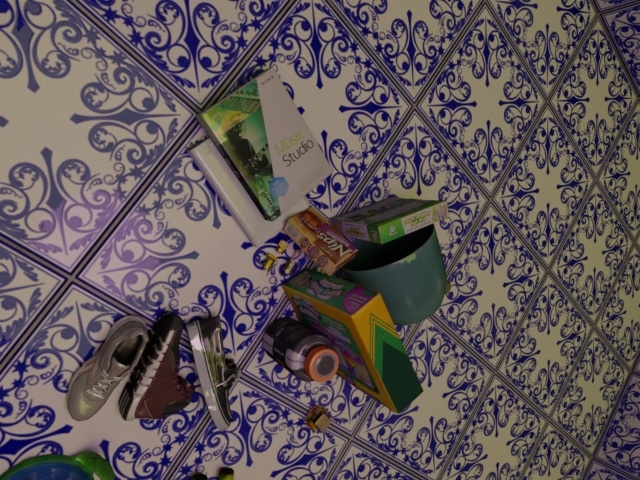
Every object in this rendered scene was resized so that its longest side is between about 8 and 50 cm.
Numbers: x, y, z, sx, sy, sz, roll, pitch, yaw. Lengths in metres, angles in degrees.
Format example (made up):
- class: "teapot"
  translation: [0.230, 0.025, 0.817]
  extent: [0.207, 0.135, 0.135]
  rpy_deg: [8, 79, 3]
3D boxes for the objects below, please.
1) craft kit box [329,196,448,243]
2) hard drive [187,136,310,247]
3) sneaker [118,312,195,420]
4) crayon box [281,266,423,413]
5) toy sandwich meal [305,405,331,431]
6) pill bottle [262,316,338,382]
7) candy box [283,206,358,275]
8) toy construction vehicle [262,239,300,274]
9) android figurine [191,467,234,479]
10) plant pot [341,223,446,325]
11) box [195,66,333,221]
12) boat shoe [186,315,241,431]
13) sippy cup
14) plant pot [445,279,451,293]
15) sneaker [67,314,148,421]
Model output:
- class: "craft kit box"
  translation: [0.195, -0.067, 1.344]
  extent: [0.250, 0.247, 0.060]
  rpy_deg: [-20, 105, -26]
- class: "hard drive"
  translation: [-0.180, -0.162, 1.229]
  extent: [0.203, 0.040, 0.307]
  rpy_deg: [-41, 115, -20]
- class: "sneaker"
  translation: [-0.372, 0.322, 1.152]
  extent: [0.163, 0.106, 0.281]
  rpy_deg: [26, 93, -36]
- class: "crayon box"
  translation: [0.074, 0.253, 1.244]
  extent: [0.106, 0.363, 0.312]
  rpy_deg: [-33, 112, -23]
- class: "toy sandwich meal"
  translation: [-0.007, 0.555, 1.429]
  extent: [0.086, 0.029, 0.085]
  rpy_deg: [-4, 98, -30]
- class: "pill bottle"
  translation: [-0.051, 0.298, 1.244]
  extent: [0.131, 0.246, 0.130]
  rpy_deg: [-4, 98, -30]
- class: "candy box"
  translation: [0.000, 0.000, 1.273]
  extent: [0.187, 0.053, 0.109]
  rpy_deg: [44, 42, 14]
- class: "toy construction vehicle"
  translation: [-0.111, 0.053, 1.305]
  extent: [0.086, 0.035, 0.098]
  rpy_deg: [33, 77, -19]
- class: "android figurine"
  translation: [-0.310, 0.763, 1.242]
  extent: [0.249, 0.056, 0.272]
  rpy_deg: [7, 91, -41]
- class: "plant pot"
  translation: [0.234, 0.105, 1.355]
  extent: [0.293, 0.293, 0.235]
  rpy_deg: [-34, 110, -23]
- class: "box"
  translation: [-0.132, -0.244, 1.189]
  extent: [0.232, 0.059, 0.321]
  rpy_deg: [-42, 114, -20]
- class: "boat shoe"
  translation: [-0.261, 0.345, 1.204]
  extent: [0.105, 0.113, 0.305]
  rpy_deg: [-15, 95, -14]
- class: "sippy cup"
  translation: [-0.594, 0.619, 0.975]
  extent: [0.240, 0.224, 0.305]
  rpy_deg: [15, 88, -32]
- class: "plant pot"
  translation: [0.416, 0.154, 1.607]
  extent: [0.079, 0.083, 0.083]
  rpy_deg: [30, 80, -42]
- class: "sneaker"
  translation: [-0.489, 0.299, 1.056]
  extent: [0.099, 0.121, 0.262]
  rpy_deg: [34, 79, -29]
